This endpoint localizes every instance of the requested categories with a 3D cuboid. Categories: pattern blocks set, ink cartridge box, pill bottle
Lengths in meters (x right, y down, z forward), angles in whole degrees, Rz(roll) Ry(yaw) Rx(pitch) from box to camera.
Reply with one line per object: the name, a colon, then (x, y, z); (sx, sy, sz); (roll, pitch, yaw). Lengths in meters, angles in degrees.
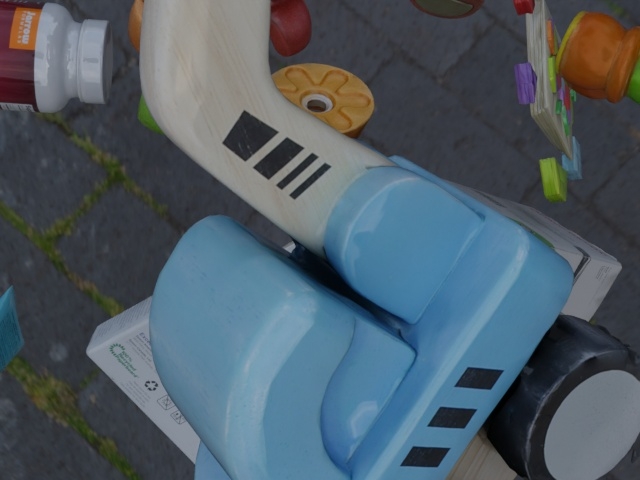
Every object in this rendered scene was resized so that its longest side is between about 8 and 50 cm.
pattern blocks set: (0.266, -0.186, 1.386); (0.026, 0.325, 0.285); (-5, 87, 20)
ink cartridge box: (-0.063, 0.165, 1.501); (0.330, 0.071, 0.324); (-28, 116, 21)
pill bottle: (-0.240, -0.143, 0.926); (0.152, 0.086, 0.086); (3, 73, -3)
ink cartridge box: (0.226, 0.015, 1.409); (0.160, 0.219, 0.092); (38, 106, 38)

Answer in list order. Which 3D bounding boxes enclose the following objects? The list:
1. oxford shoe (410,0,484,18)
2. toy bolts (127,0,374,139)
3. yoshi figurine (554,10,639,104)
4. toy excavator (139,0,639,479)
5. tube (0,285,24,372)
oxford shoe: (0.171, -0.443, 1.438); (0.140, 0.397, 0.146); (15, 61, 1)
toy bolts: (-0.043, -0.209, 1.070); (0.218, 0.158, 0.228); (13, 45, 4)
yoshi figurine: (0.370, -0.130, 0.853); (0.362, 0.203, 0.203); (22, 61, 25)
toy excavator: (0.000, 0.000, 0.713); (0.445, 0.222, 0.433); (31, 95, -36)
tube: (-0.375, 0.138, 1.294); (0.052, 0.080, 0.207); (12, 35, 14)
